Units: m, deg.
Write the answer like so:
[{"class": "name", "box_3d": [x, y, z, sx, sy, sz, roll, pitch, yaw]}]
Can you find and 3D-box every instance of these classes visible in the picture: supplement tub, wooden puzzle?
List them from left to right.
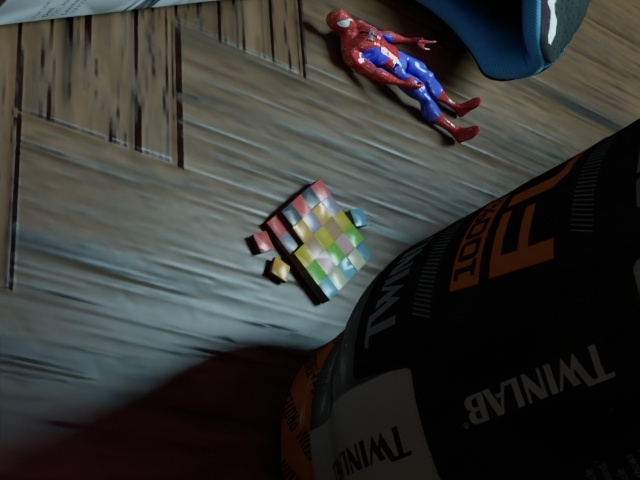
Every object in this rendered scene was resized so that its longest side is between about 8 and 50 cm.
[{"class": "wooden puzzle", "box_3d": [0.000, 0.000, 0.599, 0.049, 0.006, 0.083, 54, 42, -6]}, {"class": "supplement tub", "box_3d": [0.138, 0.054, 0.470, 0.193, 0.316, 0.194, 24, 51, -34]}]

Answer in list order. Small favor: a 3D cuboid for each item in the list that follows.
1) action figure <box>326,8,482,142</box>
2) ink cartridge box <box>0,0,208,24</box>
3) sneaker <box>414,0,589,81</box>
[{"class": "action figure", "box_3d": [0.048, -0.099, 0.691, 0.115, 0.030, 0.038, 29, 54, -27]}, {"class": "ink cartridge box", "box_3d": [-0.089, -0.199, 0.563, 0.219, 0.092, 0.160, -21, 82, -49]}, {"class": "sneaker", "box_3d": [0.046, -0.239, 0.697, 0.341, 0.125, 0.140, 39, 50, -19]}]
